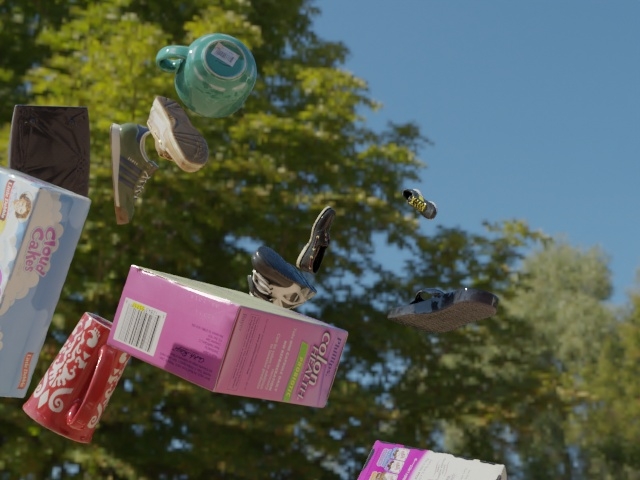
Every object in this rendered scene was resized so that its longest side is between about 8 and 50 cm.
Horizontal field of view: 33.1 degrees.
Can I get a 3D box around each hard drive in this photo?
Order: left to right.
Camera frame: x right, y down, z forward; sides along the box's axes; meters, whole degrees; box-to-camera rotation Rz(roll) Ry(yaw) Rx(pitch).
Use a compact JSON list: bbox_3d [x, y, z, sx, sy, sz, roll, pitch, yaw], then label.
[{"bbox_3d":[-0.567,-0.153,2.232,0.172,0.254,0.054,-3,12,-34],"label":"hard drive"}]

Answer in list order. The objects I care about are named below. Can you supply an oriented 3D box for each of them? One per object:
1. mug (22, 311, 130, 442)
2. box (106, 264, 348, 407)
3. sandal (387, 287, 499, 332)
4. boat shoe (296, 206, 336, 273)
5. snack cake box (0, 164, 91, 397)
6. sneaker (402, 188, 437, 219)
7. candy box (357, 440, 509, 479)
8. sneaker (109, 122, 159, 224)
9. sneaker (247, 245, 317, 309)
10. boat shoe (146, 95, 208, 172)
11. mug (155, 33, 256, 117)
[{"bbox_3d":[-0.341,0.209,1.609,0.150,0.169,0.113,26,-5,38],"label":"mug"},{"bbox_3d":[-0.126,0.134,1.488,0.214,0.117,0.243,17,-1,38],"label":"box"},{"bbox_3d":[0.213,0.111,1.833,0.097,0.054,0.254,24,-24,-28],"label":"sandal"},{"bbox_3d":[0.001,0.000,2.059,0.042,0.133,0.049,25,1,28],"label":"boat shoe"},{"bbox_3d":[-0.404,0.046,1.339,0.152,0.264,0.089,20,2,35],"label":"snack cake box"},{"bbox_3d":[0.170,-0.063,1.872,0.035,0.083,0.031,10,-66,-39],"label":"sneaker"},{"bbox_3d":[0.174,0.426,1.756,0.233,0.159,0.071,6,-44,29],"label":"candy box"},{"bbox_3d":[-0.347,-0.127,2.025,0.086,0.192,0.064,-3,5,-7],"label":"sneaker"},{"bbox_3d":[-0.115,0.118,2.576,0.146,0.122,0.330,-40,-23,1],"label":"sneaker"},{"bbox_3d":[-0.214,-0.145,1.588,0.063,0.170,0.059,16,-60,-35],"label":"boat shoe"},{"bbox_3d":[-0.187,-0.284,1.830,0.158,0.129,0.097,-14,-14,-25],"label":"mug"}]
